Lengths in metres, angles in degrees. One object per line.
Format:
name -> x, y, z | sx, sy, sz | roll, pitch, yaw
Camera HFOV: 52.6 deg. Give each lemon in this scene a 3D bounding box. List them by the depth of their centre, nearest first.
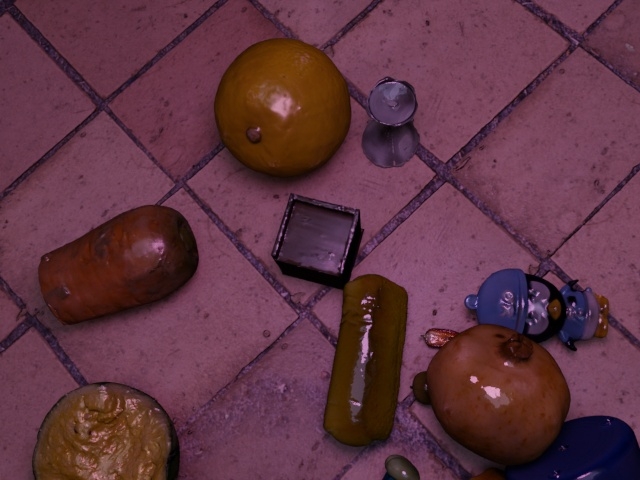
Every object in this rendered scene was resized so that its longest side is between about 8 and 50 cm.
lemon -> -0.090, -0.307, 1.529 | 0.347, 0.348, 0.348 | -1, 75, 5

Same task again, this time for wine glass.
wine glass -> 0.169, -0.283, 1.553 | 0.156, 0.232, 0.156 | -1, 75, 5

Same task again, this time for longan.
longan -> 0.237, 0.335, 1.470 | 0.083, 0.075, 0.075 | -18, 68, 44

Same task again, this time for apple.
apple -> 0.364, 0.541, 1.380 | 0.114, 0.099, 0.102 | -39, 72, -2

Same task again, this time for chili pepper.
chili pepper -> 0.319, 0.231, 1.505 | 0.178, 0.027, 0.045 | 4, 79, 7

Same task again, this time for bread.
bread -> 0.114, 0.265, 1.447 | 0.166, 0.112, 0.384 | 16, 75, -23

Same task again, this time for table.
table -> 0.000, 0.000, 1.513 | 0.169, 0.193, 0.173 | 14, 77, 10

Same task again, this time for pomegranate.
pomegranate -> 0.359, 0.316, 1.339 | 0.307, 0.307, 0.307 | -1, 75, 5

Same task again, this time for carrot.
carrot -> -0.469, 0.054, 1.537 | 0.340, 0.224, 0.224 | -20, 74, 7

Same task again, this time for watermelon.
watermelon -> -0.447, 0.481, 1.435 | 0.330, 0.189, 0.331 | -3, 83, 20

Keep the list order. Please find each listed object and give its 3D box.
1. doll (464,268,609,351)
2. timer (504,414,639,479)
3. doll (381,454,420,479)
doll -> 0.481, 0.155, 1.453 | 0.314, 0.141, 0.177 | 5, 80, 4
timer -> 0.573, 0.581, 1.295 | 0.270, 0.270, 0.384 | -27, 88, -2
doll -> 0.225, 0.602, 1.325 | 0.322, 0.198, 0.186 | 39, 82, 15
